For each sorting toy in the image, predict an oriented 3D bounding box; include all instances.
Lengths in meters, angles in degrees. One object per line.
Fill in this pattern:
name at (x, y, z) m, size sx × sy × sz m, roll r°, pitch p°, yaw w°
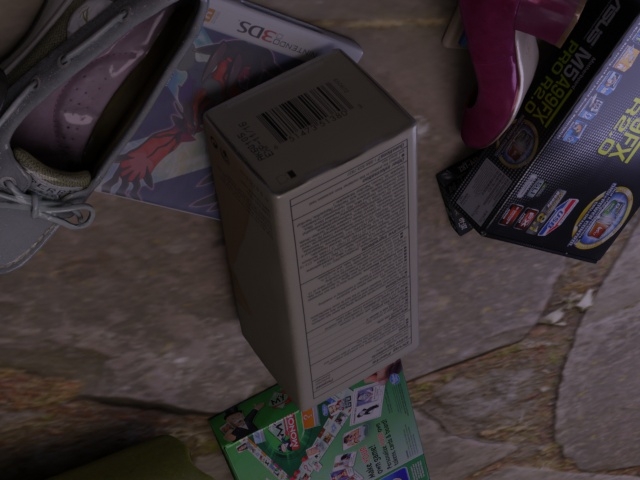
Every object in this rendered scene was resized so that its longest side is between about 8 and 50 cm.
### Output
sorting toy at (0.152, -0.209, 1.240) m, size 0.062 × 0.012 × 0.083 m, roll 2°, pitch 127°, yaw -33°

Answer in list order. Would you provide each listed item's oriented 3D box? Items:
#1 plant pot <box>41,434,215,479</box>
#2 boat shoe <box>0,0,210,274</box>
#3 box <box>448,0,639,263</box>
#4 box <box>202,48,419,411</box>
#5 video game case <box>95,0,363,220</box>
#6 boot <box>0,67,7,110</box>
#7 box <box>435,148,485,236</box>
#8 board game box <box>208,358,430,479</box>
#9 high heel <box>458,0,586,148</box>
plant pot at (-0.217, 0.325, 1.328) m, size 0.254 × 0.276 × 0.276 m, roll -27°, pitch 138°, yaw -26°
boat shoe at (-0.196, -0.093, 1.055) m, size 0.118 × 0.103 × 0.320 m, roll 23°, pitch 113°, yaw -43°
box at (0.280, -0.110, 1.354) m, size 0.216 × 0.060 × 0.270 m, roll 13°, pitch 118°, yaw -47°
box at (0.000, 0.000, 1.220) m, size 0.148 × 0.121 × 0.311 m, roll -28°, pitch 143°, yaw -19°
video game case at (-0.082, -0.109, 1.174) m, size 0.183 × 0.023 × 0.201 m, roll 13°, pitch 120°, yaw -40°
boot at (-0.364, -0.081, 0.977) m, size 0.236 × 0.085 × 0.178 m, roll -45°, pitch 134°, yaw 5°
box at (0.158, -0.050, 1.383) m, size 0.067 × 0.018 × 0.083 m, roll -30°, pitch 138°, yaw -5°
board game box at (0.013, 0.261, 1.551) m, size 0.213 × 0.046 × 0.317 m, roll -26°, pitch 137°, yaw -10°
high heel at (0.142, -0.170, 1.225) m, size 0.244 × 0.117 × 0.082 m, roll 118°, pitch -3°, yaw -65°
